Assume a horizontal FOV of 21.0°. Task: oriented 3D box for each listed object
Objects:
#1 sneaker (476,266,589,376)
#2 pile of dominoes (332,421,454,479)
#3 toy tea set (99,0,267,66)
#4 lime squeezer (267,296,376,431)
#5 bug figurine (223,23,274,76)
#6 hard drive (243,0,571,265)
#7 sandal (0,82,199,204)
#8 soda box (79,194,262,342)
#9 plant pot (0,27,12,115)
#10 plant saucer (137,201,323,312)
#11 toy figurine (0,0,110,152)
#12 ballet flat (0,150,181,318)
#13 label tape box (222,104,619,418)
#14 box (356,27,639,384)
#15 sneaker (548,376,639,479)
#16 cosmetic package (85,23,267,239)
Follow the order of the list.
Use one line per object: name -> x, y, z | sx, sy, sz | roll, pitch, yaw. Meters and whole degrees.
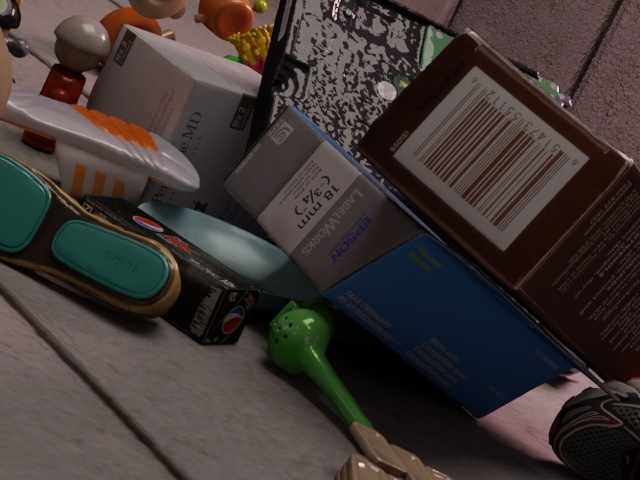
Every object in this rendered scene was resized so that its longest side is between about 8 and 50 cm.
sneaker -> 0.194, 0.083, 1.877 | 0.224, 0.083, 0.098 | 36, -4, 18
pile of dominoes -> 0.116, 0.229, 1.186 | 0.251, 0.040, 0.196 | 33, 10, -8
toy tea set -> -0.155, -0.280, 2.360 | 0.336, 0.200, 0.124 | 19, 22, -29
lime squeezer -> 0.008, 0.088, 1.465 | 0.110, 0.058, 0.310 | 24, 11, -5
bug figurine -> -0.131, -0.181, 1.993 | 0.279, 0.216, 0.072 | -128, -165, -80
hard drive -> 0.098, -0.120, 1.776 | 0.339, 0.064, 0.237 | 23, 56, -19
sandal -> -0.245, -0.086, 1.634 | 0.265, 0.076, 0.102 | 21, 17, -10
soda box -> -0.134, 0.023, 1.452 | 0.169, 0.053, 0.060 | 33, 13, 27
plant pot -> -0.377, -0.172, 1.426 | 0.256, 0.256, 0.274 | 31, -4, 24
plant saucer -> -0.086, 0.025, 1.585 | 0.195, 0.037, 0.195 | 25, 11, -5
toy figurine -> -0.345, -0.200, 1.744 | 0.209, 0.148, 0.213 | 34, 15, 34
ballet flat -> -0.216, 0.000, 1.389 | 0.232, 0.080, 0.073 | 31, -15, 11
label tape box -> 0.080, 0.042, 1.528 | 0.241, 0.106, 0.333 | 40, 4, -37
box -> 0.198, -0.009, 1.468 | 0.191, 0.143, 0.381 | 43, 1, 28
sneaker -> 0.334, 0.215, 1.475 | 0.299, 0.120, 0.112 | 22, 40, 19
cosmetic package -> -0.131, -0.111, 1.798 | 0.184, 0.151, 0.151 | 13, 18, -44
